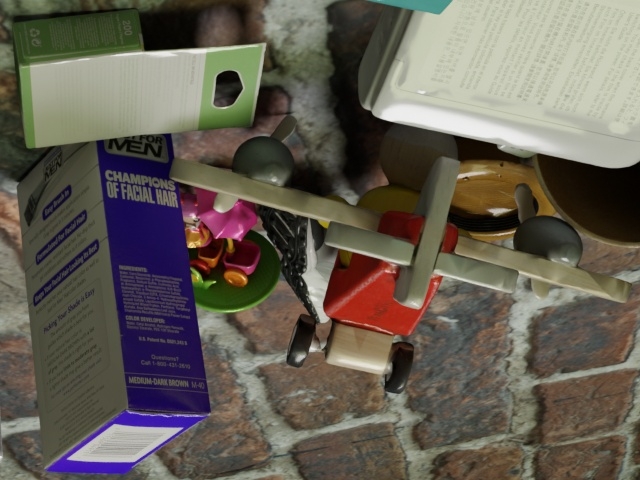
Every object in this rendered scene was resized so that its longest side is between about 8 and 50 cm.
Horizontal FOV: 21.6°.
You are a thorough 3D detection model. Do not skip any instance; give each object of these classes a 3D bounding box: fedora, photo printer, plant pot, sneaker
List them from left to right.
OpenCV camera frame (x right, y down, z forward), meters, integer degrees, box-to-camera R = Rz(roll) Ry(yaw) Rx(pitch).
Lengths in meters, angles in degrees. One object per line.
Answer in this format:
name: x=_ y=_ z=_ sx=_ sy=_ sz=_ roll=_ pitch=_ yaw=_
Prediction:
sneaker: x=0.000 y=0.000 z=2.053 sx=0.108 sy=0.100 sz=0.271 roll=-33 pitch=153 yaw=-7
fedora: x=0.187 y=-0.069 z=1.964 sx=0.194 sy=0.079 sz=0.194 roll=-1 pitch=151 yaw=-1
photo printer: x=0.215 y=-0.197 z=1.522 sx=0.307 sy=0.107 sz=0.256 roll=11 pitch=130 yaw=-13
plant pot: x=0.390 y=-0.106 z=1.820 sx=0.237 sy=0.237 sz=0.254 roll=-25 pitch=165 yaw=30

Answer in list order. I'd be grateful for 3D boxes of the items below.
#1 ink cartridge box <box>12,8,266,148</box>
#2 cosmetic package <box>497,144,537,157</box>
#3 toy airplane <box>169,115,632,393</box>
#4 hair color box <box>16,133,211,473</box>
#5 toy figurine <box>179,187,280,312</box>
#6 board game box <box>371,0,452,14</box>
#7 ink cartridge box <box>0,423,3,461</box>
ink cartridge box: x=-0.180 y=-0.161 z=1.656 sx=0.235 sy=0.056 sz=0.171 roll=-8 pitch=156 yaw=-11
cosmetic package: x=0.277 y=-0.181 z=1.697 sx=0.231 sy=0.117 sz=0.085 roll=-21 pitch=165 yaw=27
toy airplane: x=0.087 y=-0.018 z=1.772 sx=0.384 sy=0.272 sz=0.386 roll=-3 pitch=154 yaw=36
hair color box: x=-0.223 y=0.056 z=1.767 sx=0.110 sy=0.339 sz=0.185 roll=7 pitch=151 yaw=-36
toy figurine: x=-0.132 y=-0.019 z=1.957 sx=0.173 sy=0.130 sz=0.159 roll=14 pitch=143 yaw=11
board game box: x=0.116 y=-0.349 z=1.110 sx=0.079 sy=0.254 sz=0.336 roll=6 pitch=151 yaw=-30
ink cartridge box: x=-0.446 y=0.139 z=1.907 sx=0.131 sy=0.306 sz=0.226 roll=0 pitch=154 yaw=-21
